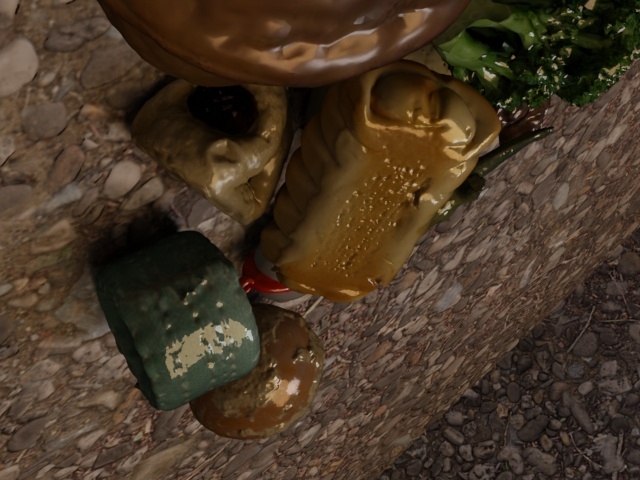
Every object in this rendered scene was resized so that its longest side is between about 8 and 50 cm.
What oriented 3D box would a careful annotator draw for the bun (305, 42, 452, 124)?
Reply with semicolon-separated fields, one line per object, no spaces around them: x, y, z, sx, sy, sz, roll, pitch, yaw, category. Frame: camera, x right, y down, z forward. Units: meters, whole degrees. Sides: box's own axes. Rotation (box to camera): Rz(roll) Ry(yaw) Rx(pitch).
0.111;-0.172;1.046;0.259;0.152;0.259;-31;153;-18;bun

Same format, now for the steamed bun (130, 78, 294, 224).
-0.094;-0.118;0.878;0.155;0.141;0.172;-52;159;-2;steamed bun

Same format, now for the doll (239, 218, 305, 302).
0.000;0.000;1.221;0.336;0.105;0.200;-32;155;-36;doll

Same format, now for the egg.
-0.105;0.203;1.268;0.245;0.203;0.203;-43;156;28;egg

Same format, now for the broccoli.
0.197;-0.269;0.814;0.275;0.308;0.308;-35;159;-52;broccoli

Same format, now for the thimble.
-0.173;0.092;0.994;0.143;0.198;0.235;-25;167;-23;thimble

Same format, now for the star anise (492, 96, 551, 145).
0.324;-0.265;1.242;0.315;0.108;0.315;-30;144;-25;star anise

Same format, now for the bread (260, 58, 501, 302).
0.044;-0.059;0.898;0.173;0.121;0.311;16;133;-19;bread

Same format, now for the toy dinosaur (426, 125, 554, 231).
0.131;-0.048;1.032;0.363;0.076;0.147;-33;174;13;toy dinosaur

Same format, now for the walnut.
-0.028;-0.256;0.579;0.344;0.306;0.306;-34;154;-30;walnut
